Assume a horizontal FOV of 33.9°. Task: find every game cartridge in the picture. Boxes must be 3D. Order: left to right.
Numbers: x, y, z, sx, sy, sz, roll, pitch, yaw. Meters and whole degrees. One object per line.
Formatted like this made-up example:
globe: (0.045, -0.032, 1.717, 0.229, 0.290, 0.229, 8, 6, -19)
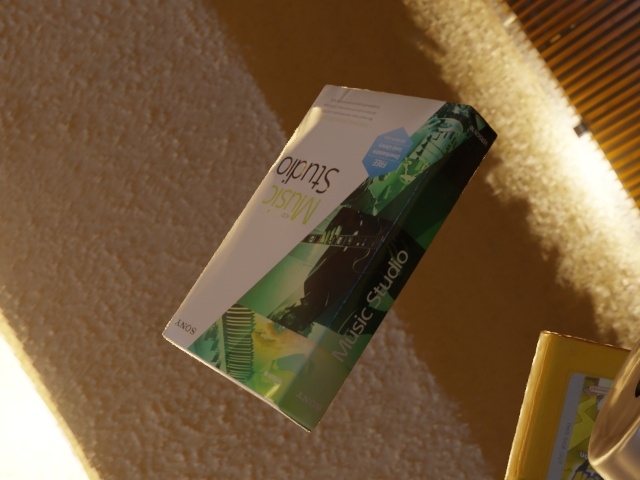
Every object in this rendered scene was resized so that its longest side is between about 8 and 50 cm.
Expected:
game cartridge: (0.390, 0.304, 1.395, 0.285, 0.053, 0.323, 13, -90, -13)

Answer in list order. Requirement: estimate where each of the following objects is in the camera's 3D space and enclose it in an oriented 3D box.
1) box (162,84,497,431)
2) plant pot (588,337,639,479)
box: (0.000, 0.000, 1.011, 0.058, 0.232, 0.322, 38, -101, -34)
plant pot: (0.412, 0.195, 0.954, 0.280, 0.323, 0.323, 29, -128, 6)
